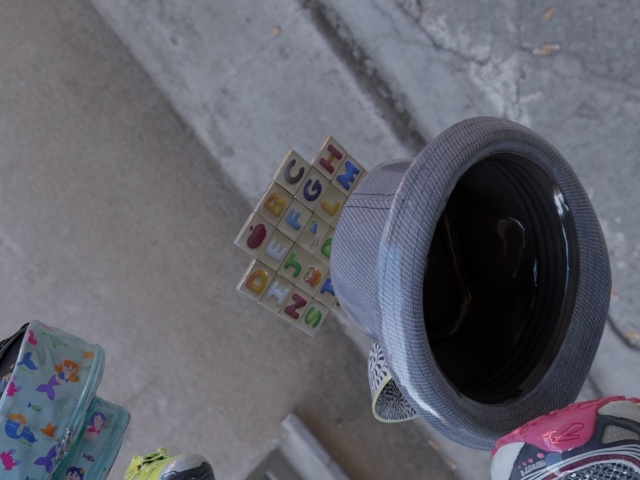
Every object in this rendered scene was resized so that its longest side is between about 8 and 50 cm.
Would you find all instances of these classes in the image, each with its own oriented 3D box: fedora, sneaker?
[{"bbox_3d":[0.106,0.029,0.768,0.124,0.244,0.275,10,163,45],"label":"fedora"},{"bbox_3d":[-0.293,0.434,1.711,0.385,0.145,0.147,-52,53,53],"label":"sneaker"},{"bbox_3d":[0.195,0.216,0.604,0.121,0.112,0.299,-20,120,11],"label":"sneaker"}]

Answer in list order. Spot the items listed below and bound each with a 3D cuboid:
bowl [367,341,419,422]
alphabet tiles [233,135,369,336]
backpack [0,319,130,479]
[{"bbox_3d":[0.109,0.107,1.009,0.080,0.170,0.170,58,159,32],"label":"bowl"},{"bbox_3d":[0.000,0.000,1.614,0.011,0.285,0.342,27,173,40],"label":"alphabet tiles"},{"bbox_3d":[-0.330,0.225,1.123,0.191,0.254,0.225,20,162,-15],"label":"backpack"}]
